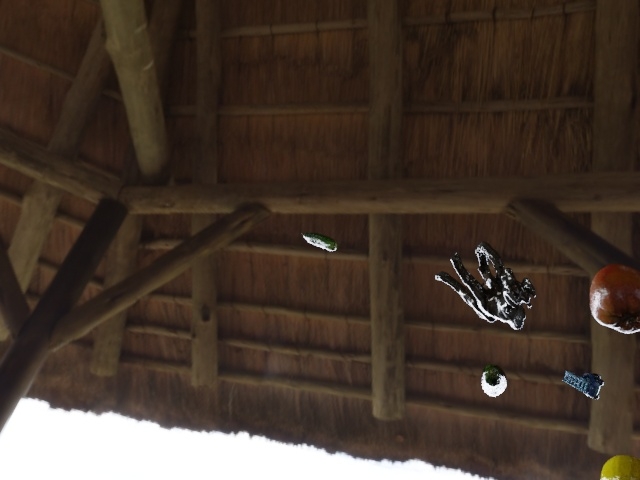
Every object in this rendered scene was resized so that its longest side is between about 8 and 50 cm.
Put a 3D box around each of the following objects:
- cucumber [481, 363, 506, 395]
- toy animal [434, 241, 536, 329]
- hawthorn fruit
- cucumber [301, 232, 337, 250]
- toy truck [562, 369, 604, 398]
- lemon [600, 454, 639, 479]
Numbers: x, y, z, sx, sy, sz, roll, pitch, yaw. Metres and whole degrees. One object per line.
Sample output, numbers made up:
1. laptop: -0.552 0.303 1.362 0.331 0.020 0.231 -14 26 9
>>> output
1. cucumber: 0.499 0.397 1.683 0.074 0.075 0.241 2 -21 17
2. toy animal: 0.270 0.085 0.956 0.084 0.148 0.233 -27 -14 -6
3. hawthorn fruit: 0.737 0.122 1.436 0.162 0.204 0.163 7 -52 9
4. cucumber: 0.000 0.000 1.599 0.155 0.037 0.037 21 -19 51
5. toy truck: 0.680 0.368 1.523 0.090 0.056 0.073 17 9 12
6. lemon: 0.702 0.552 1.344 0.109 0.133 0.109 11 -61 20
